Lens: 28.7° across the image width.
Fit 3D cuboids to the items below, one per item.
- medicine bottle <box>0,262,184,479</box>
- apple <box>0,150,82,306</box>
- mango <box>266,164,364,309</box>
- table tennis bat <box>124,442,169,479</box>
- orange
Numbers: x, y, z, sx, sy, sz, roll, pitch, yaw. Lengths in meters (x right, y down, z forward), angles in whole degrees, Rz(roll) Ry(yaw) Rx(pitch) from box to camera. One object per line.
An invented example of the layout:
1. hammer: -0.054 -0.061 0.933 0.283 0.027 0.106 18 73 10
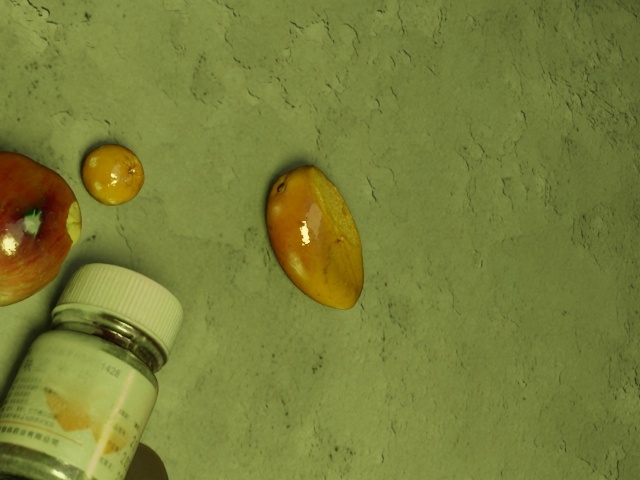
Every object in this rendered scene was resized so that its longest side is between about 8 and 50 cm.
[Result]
1. medicine bottle: -0.277 0.177 1.476 0.165 0.165 0.273 35 59 -27
2. apple: -0.368 -0.017 1.456 0.199 0.199 0.199 12 71 -36
3. mango: -0.005 0.002 1.787 0.217 0.102 0.141 63 27 -10
4. table tennis bat: -0.196 0.322 1.530 0.107 0.119 0.170 -23 91 -40
5. orange: -0.268 -0.086 1.616 0.083 0.070 0.083 14 69 -40
